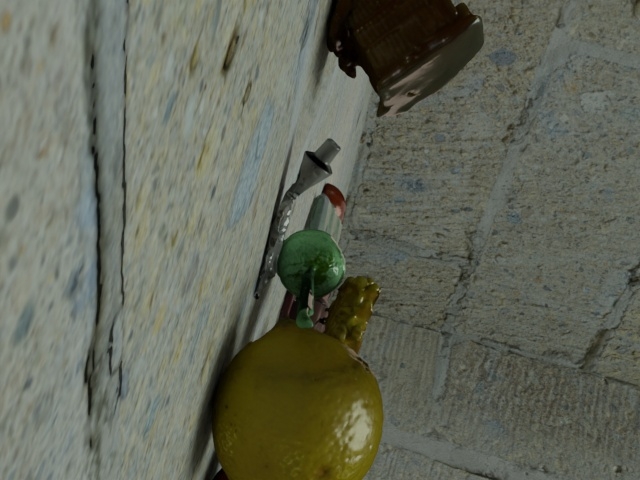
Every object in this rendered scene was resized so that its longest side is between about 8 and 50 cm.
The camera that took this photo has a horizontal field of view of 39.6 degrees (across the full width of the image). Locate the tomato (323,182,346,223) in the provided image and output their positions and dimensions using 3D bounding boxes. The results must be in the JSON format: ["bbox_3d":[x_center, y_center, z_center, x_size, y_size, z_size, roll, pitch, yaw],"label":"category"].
[{"bbox_3d":[0.027,-0.065,2.250,0.155,0.069,0.155,16,90,-87],"label":"tomato"}]

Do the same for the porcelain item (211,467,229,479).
[{"bbox_3d":[-0.059,0.448,1.385,0.253,0.253,0.253,15,90,-87],"label":"porcelain item"}]

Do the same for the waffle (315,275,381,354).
[{"bbox_3d":[0.013,0.190,1.416,0.260,0.069,0.293,127,-17,-77],"label":"waffle"}]

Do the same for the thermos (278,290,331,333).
[{"bbox_3d":[-0.053,0.200,1.943,0.109,0.136,0.330,-40,-158,41],"label":"thermos"}]

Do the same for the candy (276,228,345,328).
[{"bbox_3d":[-0.022,0.065,1.335,0.440,0.119,0.119,-79,-176,-80],"label":"candy"}]

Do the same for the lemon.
[{"bbox_3d":[-0.030,0.244,1.185,0.228,0.228,0.253,-69,159,-64],"label":"lemon"}]

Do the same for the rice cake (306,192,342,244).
[{"bbox_3d":[0.000,0.000,1.982,0.124,0.038,0.211,59,35,-45],"label":"rice cake"}]

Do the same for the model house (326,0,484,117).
[{"bbox_3d":[0.110,-0.333,1.333,0.229,0.220,0.199,62,10,7],"label":"model house"}]

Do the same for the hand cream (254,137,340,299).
[{"bbox_3d":[-0.041,-0.036,1.304,0.257,0.050,0.084,-63,180,22],"label":"hand cream"}]
